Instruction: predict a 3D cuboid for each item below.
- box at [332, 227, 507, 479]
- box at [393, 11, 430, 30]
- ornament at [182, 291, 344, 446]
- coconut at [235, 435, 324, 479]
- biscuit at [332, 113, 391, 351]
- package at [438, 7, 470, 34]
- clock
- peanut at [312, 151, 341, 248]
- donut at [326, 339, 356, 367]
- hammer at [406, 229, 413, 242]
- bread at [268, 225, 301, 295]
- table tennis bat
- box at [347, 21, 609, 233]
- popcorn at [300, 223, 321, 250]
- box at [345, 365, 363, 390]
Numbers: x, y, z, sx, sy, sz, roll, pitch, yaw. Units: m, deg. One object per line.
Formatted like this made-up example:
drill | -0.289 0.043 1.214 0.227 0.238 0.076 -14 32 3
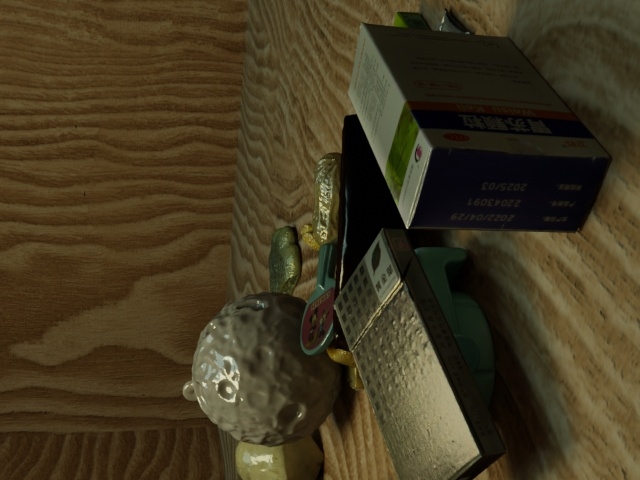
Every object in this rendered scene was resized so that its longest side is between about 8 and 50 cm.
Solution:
box | 0.115 0.165 1.058 0.180 0.047 0.325 -60 42 44
box | 0.160 -0.200 1.272 0.335 0.047 0.187 -105 21 -48
ornament | -0.109 0.269 1.769 0.337 0.337 0.337 180 90 -76
coconut | -0.093 0.543 2.007 0.224 0.224 0.224 180 90 -76
biscuit | 0.072 -0.011 1.389 0.407 0.091 0.407 -177 90 -90
package | 0.195 -0.304 1.189 0.110 0.015 0.037 -108 22 -55
clock | 0.167 0.166 1.151 0.223 0.094 0.274 108 156 -51
peanut | 0.030 -0.077 1.711 0.098 0.090 0.214 18 111 45
donut | 0.056 0.171 1.599 0.152 0.058 0.152 -170 90 -67
hammer | 0.136 0.005 1.283 0.199 0.013 0.062 -46 -37 -78
bread | -0.110 0.061 2.347 0.286 0.056 0.207 115 150 -57
table tennis bat | 0.007 0.114 1.628 0.153 0.040 0.244 -39 37 49
box | 0.163 -0.138 0.937 0.299 0.200 0.106 -107 24 -51
popcorn | 0.000 0.000 1.871 0.084 0.084 0.084 180 90 -76
box | 0.071 0.229 1.678 0.073 0.020 0.149 -165 76 -74
